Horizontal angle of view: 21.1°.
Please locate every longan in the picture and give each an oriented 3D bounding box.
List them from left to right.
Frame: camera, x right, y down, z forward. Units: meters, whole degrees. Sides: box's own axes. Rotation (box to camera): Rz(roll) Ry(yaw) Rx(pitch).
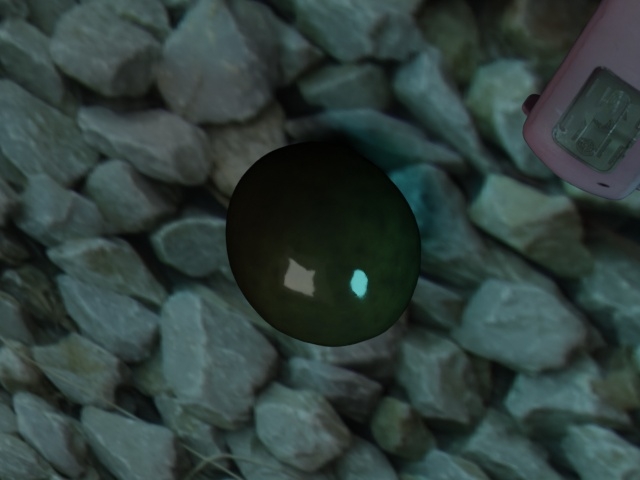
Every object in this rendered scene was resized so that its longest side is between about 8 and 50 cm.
[{"bbox_3d":[0.000,0.000,0.874,0.106,0.106,0.119,54,-179,-18],"label":"longan"}]

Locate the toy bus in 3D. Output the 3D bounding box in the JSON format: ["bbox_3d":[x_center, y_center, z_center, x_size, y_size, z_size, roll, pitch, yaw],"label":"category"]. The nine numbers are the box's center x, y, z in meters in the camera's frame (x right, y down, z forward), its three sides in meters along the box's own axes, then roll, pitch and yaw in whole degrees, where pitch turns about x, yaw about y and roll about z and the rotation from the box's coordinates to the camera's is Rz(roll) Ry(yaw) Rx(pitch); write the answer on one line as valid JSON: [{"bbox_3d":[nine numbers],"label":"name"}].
[{"bbox_3d":[0.145,-0.099,0.657,0.063,0.090,0.203,34,143,5],"label":"toy bus"}]
